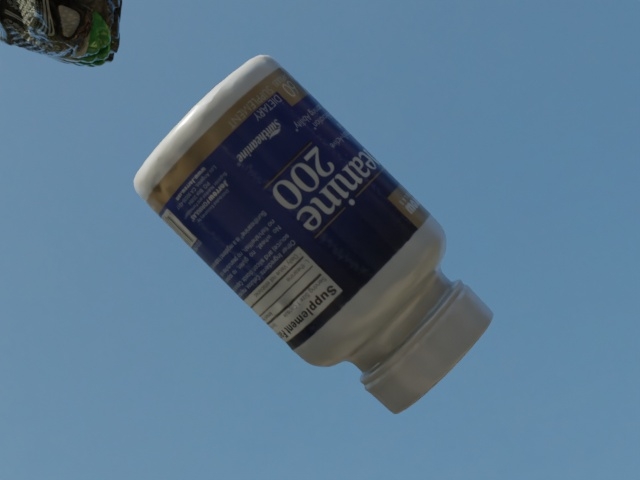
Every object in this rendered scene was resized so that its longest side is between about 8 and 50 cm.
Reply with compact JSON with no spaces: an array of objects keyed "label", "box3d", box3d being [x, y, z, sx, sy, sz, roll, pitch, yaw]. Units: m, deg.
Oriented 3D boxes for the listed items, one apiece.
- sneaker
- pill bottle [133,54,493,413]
[{"label":"sneaker","box3d":[-0.234,-0.175,0.887,0.146,0.343,0.134,-15,-69,-35]},{"label":"pill bottle","box3d":[0.000,0.000,0.490,0.120,0.067,0.067,45,-57,-1]}]
